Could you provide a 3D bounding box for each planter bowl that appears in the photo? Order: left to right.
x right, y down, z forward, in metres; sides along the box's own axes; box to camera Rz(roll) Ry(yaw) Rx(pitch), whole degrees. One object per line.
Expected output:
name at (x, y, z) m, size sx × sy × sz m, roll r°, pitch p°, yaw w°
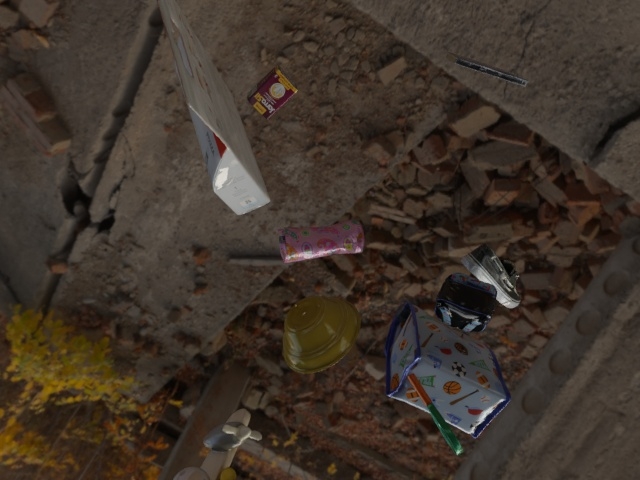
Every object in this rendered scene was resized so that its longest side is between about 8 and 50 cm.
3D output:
planter bowl at (-0.019, 0.201, 1.126) m, size 0.217 × 0.217 × 0.090 m, roll -12°, pitch 129°, yaw 30°

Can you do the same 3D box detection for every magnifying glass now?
magnifying glass at (0.308, 0.467, 1.265) m, size 0.026 × 0.231 × 0.092 m, roll -29°, pitch 153°, yaw -4°

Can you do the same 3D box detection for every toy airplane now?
toy airplane at (-0.276, 0.601, 1.060) m, size 0.384 × 0.386 × 0.273 m, roll -27°, pitch 126°, yaw -14°

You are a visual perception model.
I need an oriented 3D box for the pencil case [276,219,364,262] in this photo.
pencil case at (0.000, 0.000, 1.551) m, size 0.284 × 0.124 × 0.124 m, roll -6°, pitch 134°, yaw -11°

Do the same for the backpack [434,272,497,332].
backpack at (0.405, 0.185, 1.318) m, size 0.158 × 0.117 × 0.173 m, roll 19°, pitch 156°, yaw 18°

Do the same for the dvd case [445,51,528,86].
dvd case at (0.383, -0.408, 1.100) m, size 0.164 × 0.221 × 0.018 m, roll 18°, pitch 116°, yaw 1°

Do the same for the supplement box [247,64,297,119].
supplement box at (-0.092, -0.282, 0.887) m, size 0.083 × 0.043 × 0.055 m, roll -40°, pitch 120°, yaw 18°

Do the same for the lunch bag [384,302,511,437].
lunch bag at (0.392, 0.394, 1.541) m, size 0.327 × 0.385 × 0.239 m, roll 27°, pitch 116°, yaw -6°

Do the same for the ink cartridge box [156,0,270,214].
ink cartridge box at (-0.232, -0.254, 0.896) m, size 0.091 × 0.308 × 0.385 m, roll -23°, pitch 160°, yaw 5°

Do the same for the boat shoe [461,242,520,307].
boat shoe at (0.605, 0.122, 1.563) m, size 0.119 × 0.121 × 0.335 m, roll -43°, pitch 130°, yaw 16°
